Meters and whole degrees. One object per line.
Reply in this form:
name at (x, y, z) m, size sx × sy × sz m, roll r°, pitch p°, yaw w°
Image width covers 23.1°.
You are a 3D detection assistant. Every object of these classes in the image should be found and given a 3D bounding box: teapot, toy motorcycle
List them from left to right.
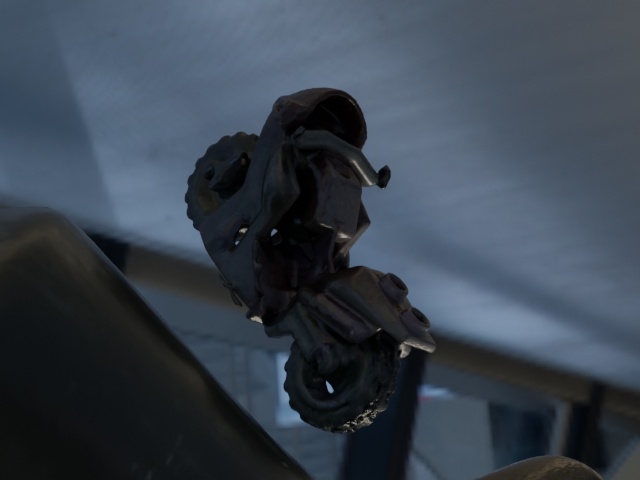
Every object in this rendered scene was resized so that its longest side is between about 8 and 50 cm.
teapot at (-0.101, 0.176, 0.750) m, size 0.361 × 0.305 × 0.376 m, roll 33°, pitch -174°, yaw -6°
toy motorcycle at (0.001, 0.000, 0.851) m, size 0.082 × 0.213 × 0.122 m, roll 18°, pitch 121°, yaw -44°

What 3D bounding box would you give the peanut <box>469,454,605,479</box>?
peanut at (0.116, 0.184, 0.998) m, size 0.152 × 0.076 × 0.076 m, roll -16°, pitch 166°, yaw -7°
